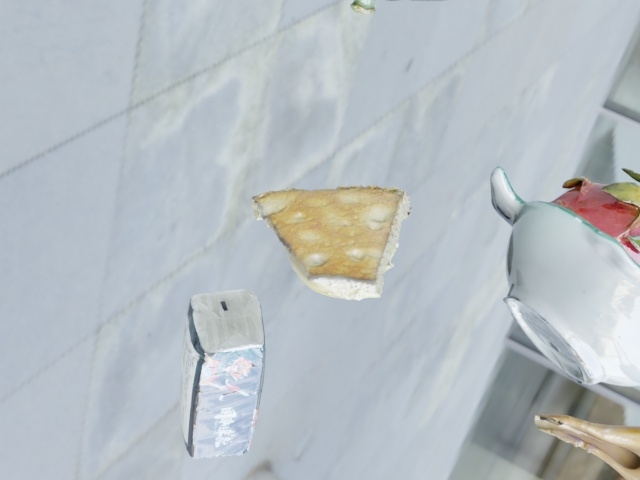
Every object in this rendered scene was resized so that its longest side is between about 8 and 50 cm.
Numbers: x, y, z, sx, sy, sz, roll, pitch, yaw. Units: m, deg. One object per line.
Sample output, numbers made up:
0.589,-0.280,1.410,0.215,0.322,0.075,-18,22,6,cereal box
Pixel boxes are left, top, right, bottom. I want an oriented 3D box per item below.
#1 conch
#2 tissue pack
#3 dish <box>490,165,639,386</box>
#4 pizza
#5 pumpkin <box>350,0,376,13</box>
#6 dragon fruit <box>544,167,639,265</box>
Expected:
0.469,0.301,1.593,0.093,0.330,0.109,36,65,-73,conch
-0.111,0.150,1.256,0.103,0.090,0.170,-108,-159,-50,tissue pack
0.211,0.052,0.960,0.078,0.246,0.224,-42,157,-6,dish
0.004,0.006,1.401,0.188,0.204,0.080,-76,168,-45,pizza
0.036,-0.213,0.700,0.202,0.202,0.140,-33,130,-59,pumpkin
0.394,0.012,1.537,0.224,0.227,0.224,-41,-140,45,dragon fruit
